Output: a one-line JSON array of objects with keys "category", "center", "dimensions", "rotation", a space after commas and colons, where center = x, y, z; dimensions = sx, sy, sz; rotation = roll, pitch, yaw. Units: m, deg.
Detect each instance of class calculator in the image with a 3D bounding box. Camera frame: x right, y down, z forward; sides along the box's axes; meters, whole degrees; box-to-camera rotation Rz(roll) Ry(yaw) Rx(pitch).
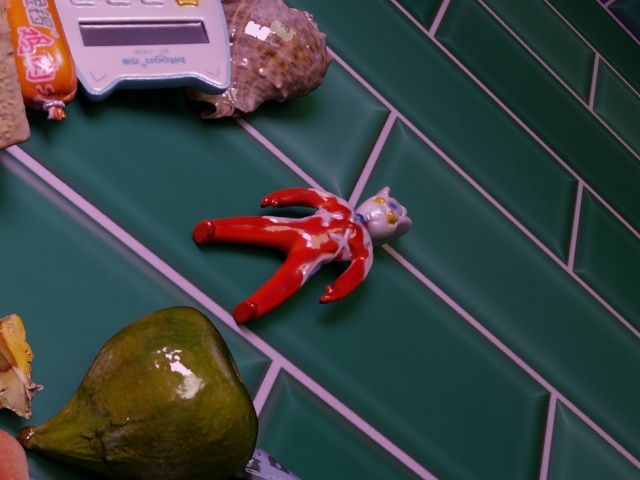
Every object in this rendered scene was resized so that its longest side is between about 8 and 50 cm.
[{"category": "calculator", "center": [-0.276, -0.357, 1.212], "dimensions": [0.256, 0.054, 0.386], "rotation": [-8, 65, -24]}]

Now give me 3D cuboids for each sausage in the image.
[{"category": "sausage", "center": [-0.382, -0.284, 1.075], "dimensions": [0.093, 0.093, 0.312], "rotation": [-2, 61, -43]}]

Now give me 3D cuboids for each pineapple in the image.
[{"category": "pineapple", "center": [-0.322, 0.129, 0.845], "dimensions": [0.114, 0.077, 0.114], "rotation": [51, 36, -5]}]

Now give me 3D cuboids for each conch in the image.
[{"category": "conch", "center": [-0.092, -0.306, 1.312], "dimensions": [0.210, 0.159, 0.291], "rotation": [48, 42, -6]}]

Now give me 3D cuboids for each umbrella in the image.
[{"category": "umbrella", "center": [-0.010, 0.332, 1.005], "dimensions": [0.250, 0.053, 0.052], "rotation": [41, 49, -14]}]

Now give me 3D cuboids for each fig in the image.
[{"category": "fig", "center": [-0.193, 0.191, 0.888], "dimensions": [0.235, 0.203, 0.203], "rotation": [-26, 78, -9]}]

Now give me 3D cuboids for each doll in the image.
[{"category": "doll", "center": [0.000, 0.000, 1.231], "dimensions": [0.384, 0.099, 0.188], "rotation": [-20, 76, -45]}]

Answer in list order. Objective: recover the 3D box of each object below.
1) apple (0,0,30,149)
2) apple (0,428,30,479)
[{"category": "apple", "center": [-0.440, -0.262, 0.894], "dimensions": [0.314, 0.252, 0.309], "rotation": [31, 11, -47]}, {"category": "apple", "center": [-0.336, 0.242, 0.671], "dimensions": [0.188, 0.207, 0.174], "rotation": [9, 16, -29]}]
